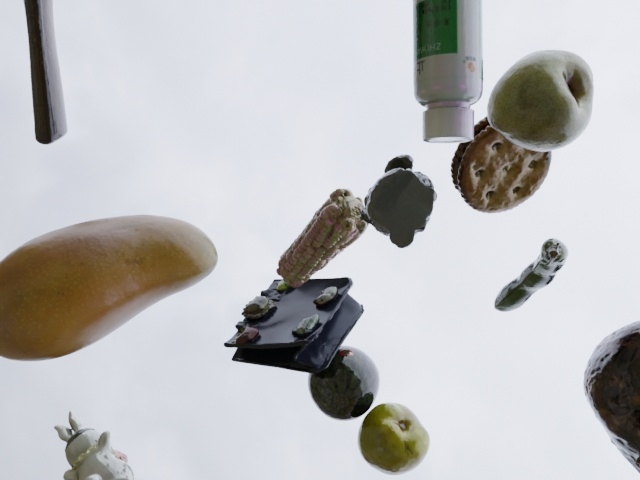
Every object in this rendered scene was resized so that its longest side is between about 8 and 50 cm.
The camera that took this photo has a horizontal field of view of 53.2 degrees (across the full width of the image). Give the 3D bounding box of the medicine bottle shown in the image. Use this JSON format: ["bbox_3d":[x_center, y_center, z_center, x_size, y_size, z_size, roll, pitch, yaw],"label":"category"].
[{"bbox_3d":[0.169,-0.262,0.846,0.095,0.095,0.259,-2,-90,45],"label":"medicine bottle"}]

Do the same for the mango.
[{"bbox_3d":[-0.173,0.028,0.492,0.102,0.184,0.084,53,-16,47],"label":"mango"}]

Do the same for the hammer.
[{"bbox_3d":[-0.461,-0.366,1.063,0.242,0.096,0.408,-115,-160,-81],"label":"hammer"}]

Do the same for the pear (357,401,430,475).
[{"bbox_3d":[0.192,0.537,1.729,0.200,0.200,0.199,19,-62,39],"label":"pear"}]

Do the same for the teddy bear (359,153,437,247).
[{"bbox_3d":[0.170,-0.088,1.311,0.144,0.251,0.171,20,-80,-1],"label":"teddy bear"}]

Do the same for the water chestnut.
[{"bbox_3d":[0.670,0.278,1.161,0.335,0.347,0.335,50,-7,9],"label":"water chestnut"}]

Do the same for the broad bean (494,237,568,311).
[{"bbox_3d":[0.283,0.046,0.851,0.039,0.069,0.226,57,-11,20],"label":"broad bean"}]

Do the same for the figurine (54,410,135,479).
[{"bbox_3d":[-0.314,0.312,0.887,0.146,0.081,0.098,34,-31,45],"label":"figurine"}]

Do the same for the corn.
[{"bbox_3d":[0.001,0.002,1.583,0.126,0.127,0.335,56,-44,13],"label":"corn"}]

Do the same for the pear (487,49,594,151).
[{"bbox_3d":[0.356,-0.224,1.026,0.137,0.167,0.167,-25,-92,57],"label":"pear"}]

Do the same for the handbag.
[{"bbox_3d":[-0.080,0.223,1.808,0.329,0.303,0.121,0,-57,32],"label":"handbag"}]

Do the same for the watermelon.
[{"bbox_3d":[0.066,0.396,1.793,0.212,0.212,0.212,19,-62,39],"label":"watermelon"}]

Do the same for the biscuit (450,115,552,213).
[{"bbox_3d":[0.372,-0.159,1.307,0.066,0.221,0.220,-116,-147,-52],"label":"biscuit"}]
